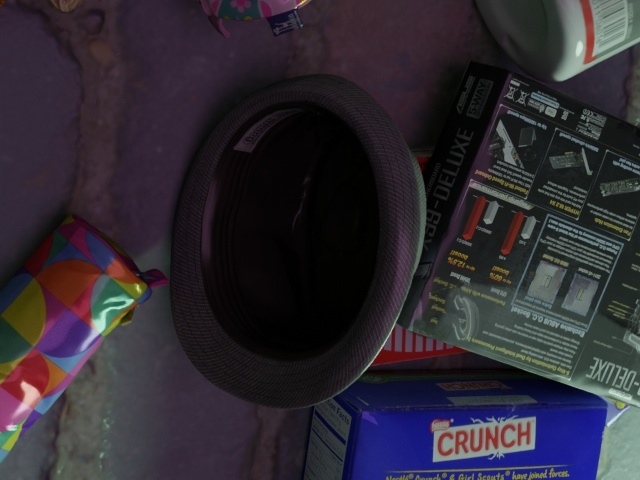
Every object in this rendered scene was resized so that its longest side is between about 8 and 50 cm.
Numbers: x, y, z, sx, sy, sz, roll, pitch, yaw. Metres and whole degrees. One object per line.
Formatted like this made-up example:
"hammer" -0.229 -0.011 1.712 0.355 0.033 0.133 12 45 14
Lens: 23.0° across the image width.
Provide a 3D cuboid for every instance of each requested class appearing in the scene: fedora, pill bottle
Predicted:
"fedora" 0.000 0.000 1.328 0.124 0.244 0.275 2 96 -55
"pill bottle" 0.287 -0.267 1.392 0.283 0.161 0.161 -27 114 -16

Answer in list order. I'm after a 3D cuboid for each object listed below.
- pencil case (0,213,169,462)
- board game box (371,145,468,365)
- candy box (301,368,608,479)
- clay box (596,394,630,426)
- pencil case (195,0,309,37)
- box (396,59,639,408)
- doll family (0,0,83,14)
"pencil case" -0.235 0.089 1.287 0.236 0.104 0.104 -47 118 -5
"board game box" 0.103 0.010 1.450 0.147 0.045 0.193 -7 107 -23
"candy box" 0.112 0.285 1.490 0.268 0.122 0.317 3 104 -24
"clay box" 0.327 0.065 1.566 0.222 0.053 0.127 -39 117 -10
"pencil case" -0.087 -0.298 1.213 0.124 0.124 0.284 -34 127 -13
"box" 0.229 0.004 1.434 0.307 0.076 0.242 19 94 -27
"doll family" -0.271 -0.248 1.182 0.263 0.118 0.163 12 93 -45
